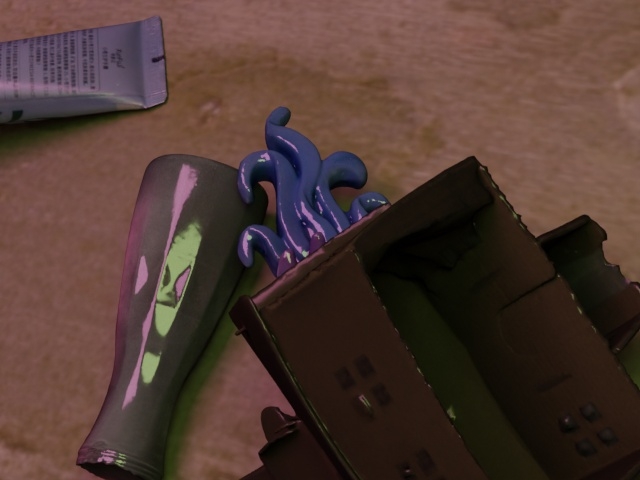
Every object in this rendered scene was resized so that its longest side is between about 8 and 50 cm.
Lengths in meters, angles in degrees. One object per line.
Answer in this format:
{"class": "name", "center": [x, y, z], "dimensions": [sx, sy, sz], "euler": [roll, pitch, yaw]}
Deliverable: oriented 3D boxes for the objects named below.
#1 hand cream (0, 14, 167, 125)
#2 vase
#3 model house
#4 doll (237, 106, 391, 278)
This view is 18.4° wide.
{"class": "hand cream", "center": [-0.251, -0.116, 1.490], "dimensions": [0.271, 0.058, 0.091], "euler": [-8, 50, 1]}
{"class": "vase", "center": [-0.102, 0.055, 1.298], "dimensions": [0.086, 0.086, 0.214], "euler": [2, 66, 34]}
{"class": "model house", "center": [0.050, 0.096, 1.118], "dimensions": [0.204, 0.211, 0.243], "euler": [-31, -5, -45]}
{"class": "doll", "center": [0.000, 0.000, 1.260], "dimensions": [0.110, 0.067, 0.206], "euler": [-20, 63, -9]}
